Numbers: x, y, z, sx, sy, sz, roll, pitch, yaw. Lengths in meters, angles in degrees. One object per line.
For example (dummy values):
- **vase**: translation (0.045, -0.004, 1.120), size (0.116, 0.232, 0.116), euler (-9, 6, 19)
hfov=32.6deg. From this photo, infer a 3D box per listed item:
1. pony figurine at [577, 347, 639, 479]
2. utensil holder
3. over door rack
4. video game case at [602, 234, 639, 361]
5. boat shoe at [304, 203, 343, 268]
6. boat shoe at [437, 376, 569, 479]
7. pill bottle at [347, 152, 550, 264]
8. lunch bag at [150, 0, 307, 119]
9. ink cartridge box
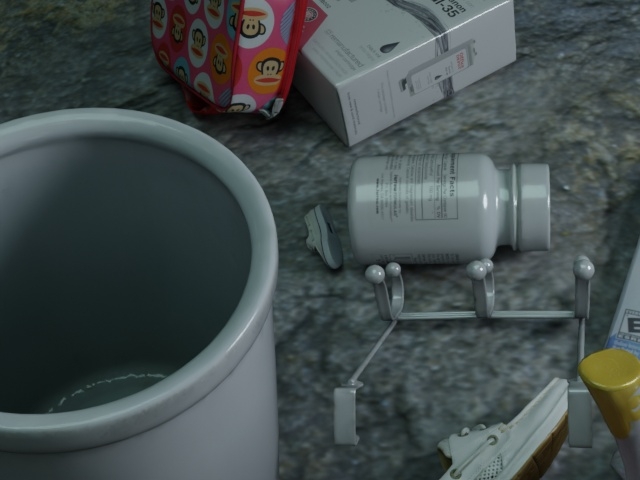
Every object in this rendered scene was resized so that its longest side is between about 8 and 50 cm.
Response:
- **pony figurine**: translation (0.336, 0.225, 0.932), size (0.350, 0.364, 0.303), euler (-15, 39, -23)
- **utensil holder**: translation (-0.194, 0.133, 0.979), size (0.327, 0.386, 0.328), euler (0, 48, 0)
- **over door rack**: translation (0.159, 0.088, 1.118), size (0.239, 0.108, 0.324), euler (-2, 20, 14)
- **video game case**: translation (0.505, 0.062, 1.198), size (0.328, 0.036, 0.300), euler (13, 53, 22)
- **boat shoe**: translation (0.000, 0.000, 1.361), size (0.035, 0.035, 0.100), euler (-33, 50, 20)
- **boat shoe**: translation (0.157, 0.225, 1.084), size (0.096, 0.098, 0.277), euler (34, 64, 28)
- **pill bottle**: translation (0.153, -0.037, 1.292), size (0.229, 0.131, 0.131), euler (-1, 50, 11)
- **lunch bag**: translation (-0.138, -0.293, 1.502), size (0.120, 0.258, 0.293), euler (-4, 29, -31)
- **ink cartridge box**: translation (0.100, -0.284, 1.524), size (0.283, 0.117, 0.207), euler (-28, 50, -12)
